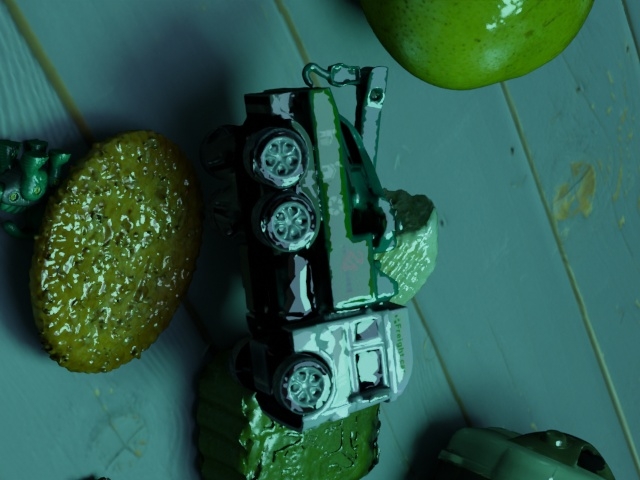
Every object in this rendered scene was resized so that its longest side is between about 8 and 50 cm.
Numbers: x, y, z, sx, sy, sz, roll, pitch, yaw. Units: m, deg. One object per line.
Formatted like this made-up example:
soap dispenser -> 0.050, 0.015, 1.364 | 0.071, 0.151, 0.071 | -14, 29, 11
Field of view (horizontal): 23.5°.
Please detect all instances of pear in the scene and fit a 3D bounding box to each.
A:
pear -> 0.169, -0.307, 1.676 | 0.294, 0.294, 0.294 | -17, 115, -42

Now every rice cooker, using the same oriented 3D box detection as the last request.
rice cooker -> 0.277, 0.408, 1.987 | 0.335, 0.335, 0.325 | 32, 79, -47

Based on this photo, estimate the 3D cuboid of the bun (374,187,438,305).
bun -> 0.026, -0.007, 1.727 | 0.204, 0.126, 0.212 | -34, 121, -7

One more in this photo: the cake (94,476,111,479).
cake -> -0.275, 0.388, 1.587 | 0.116, 0.113, 0.295 | 54, 52, -48

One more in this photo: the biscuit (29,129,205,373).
biscuit -> -0.196, 0.013, 1.533 | 0.254, 0.035, 0.253 | -33, 131, -48

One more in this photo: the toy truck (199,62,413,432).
toy truck -> -0.007, 0.003, 1.555 | 0.178, 0.176, 0.363 | -6, 97, -22

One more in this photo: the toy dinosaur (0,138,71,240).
toy dinosaur -> -0.280, -0.042, 1.450 | 0.132, 0.059, 0.096 | -13, 118, -52

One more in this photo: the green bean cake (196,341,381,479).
green bean cake -> -0.035, 0.204, 1.743 | 0.214, 0.113, 0.200 | -17, 116, -41
